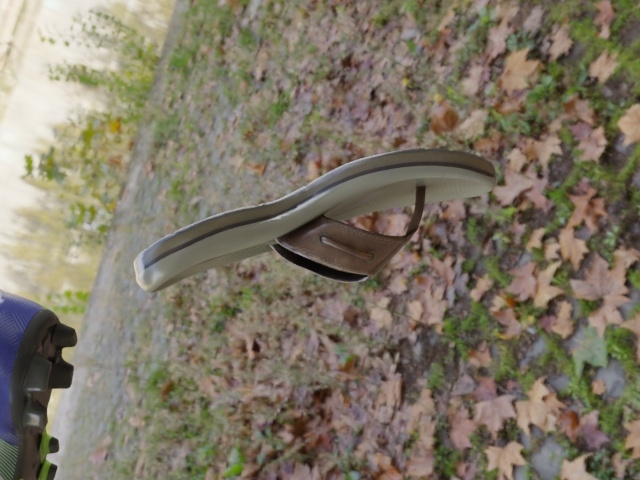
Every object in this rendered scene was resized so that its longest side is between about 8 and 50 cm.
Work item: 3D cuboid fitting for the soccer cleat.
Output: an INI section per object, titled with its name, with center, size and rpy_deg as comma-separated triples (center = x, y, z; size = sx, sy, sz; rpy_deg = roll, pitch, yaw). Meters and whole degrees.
[soccer cleat]
center = -0.270, 0.157, 0.585
size = 0.093, 0.121, 0.289
rpy_deg = -76, 6, -64

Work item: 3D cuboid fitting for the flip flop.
[flip flop]
center = 0.000, 0.000, 0.571
size = 0.112, 0.277, 0.080
rpy_deg = 103, 148, -80
